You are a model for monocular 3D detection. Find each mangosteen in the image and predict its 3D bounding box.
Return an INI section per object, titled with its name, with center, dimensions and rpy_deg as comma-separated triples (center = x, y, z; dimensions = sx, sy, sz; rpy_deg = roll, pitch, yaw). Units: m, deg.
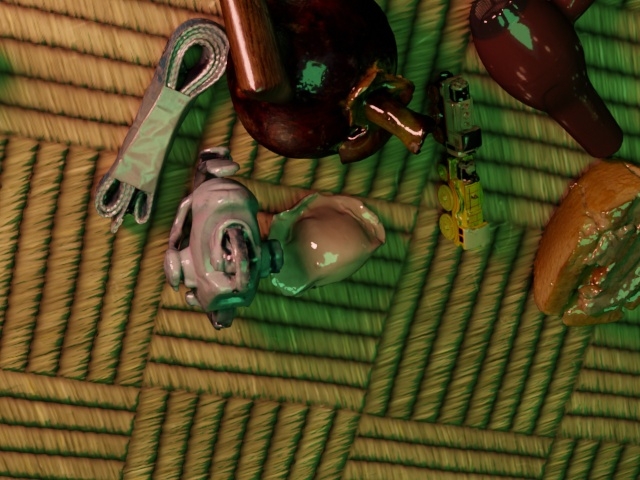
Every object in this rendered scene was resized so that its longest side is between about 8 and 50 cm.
[mangosteen]
center = 0.024, -0.201, 1.578
dimensions = 0.231, 0.289, 0.231
rpy_deg = -38, 139, -42

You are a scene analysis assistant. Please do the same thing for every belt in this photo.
[belt]
center = -0.203, -0.147, 1.652
dimensions = 0.087, 0.072, 0.302
rpy_deg = 24, 104, -19

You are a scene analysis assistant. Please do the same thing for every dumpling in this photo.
[dumpling]
center = 0.000, 0.000, 1.752
dimensions = 0.188, 0.108, 0.127
rpy_deg = -25, 79, -20

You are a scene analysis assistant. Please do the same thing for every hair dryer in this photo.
[hair dryer]
center = 0.379, -0.316, 1.735
dimensions = 0.312, 0.123, 0.340
rpy_deg = 36, 88, -35

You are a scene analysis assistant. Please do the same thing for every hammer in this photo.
[hammer]
center = -0.113, -0.349, 1.451
dimensions = 0.242, 0.095, 0.409
rpy_deg = -11, 88, -53

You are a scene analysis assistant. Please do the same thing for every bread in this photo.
[bread]
center = 0.421, 0.016, 1.849
dimensions = 0.186, 0.124, 0.257
rpy_deg = 30, 103, -23

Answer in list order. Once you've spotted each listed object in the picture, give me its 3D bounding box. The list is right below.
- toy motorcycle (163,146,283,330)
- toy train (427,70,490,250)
[toy motorcycle]
center = -0.128, -0.002, 1.640
dimensions = 0.154, 0.260, 0.206
rpy_deg = -5, 71, -13
[toy train]
center = 0.191, -0.112, 1.762
dimensions = 0.053, 0.085, 0.250
rpy_deg = -19, 116, -25
